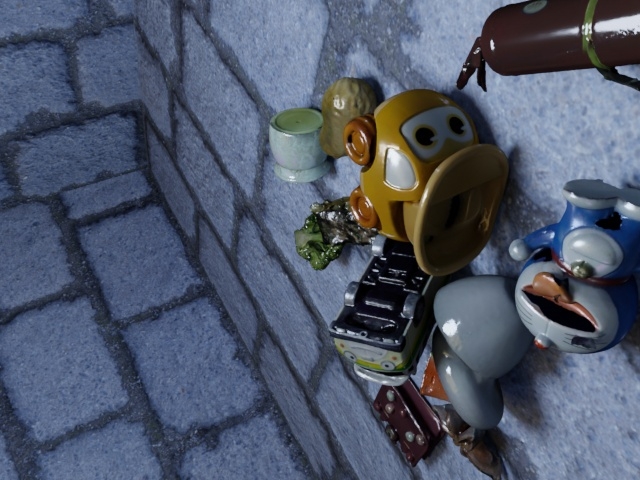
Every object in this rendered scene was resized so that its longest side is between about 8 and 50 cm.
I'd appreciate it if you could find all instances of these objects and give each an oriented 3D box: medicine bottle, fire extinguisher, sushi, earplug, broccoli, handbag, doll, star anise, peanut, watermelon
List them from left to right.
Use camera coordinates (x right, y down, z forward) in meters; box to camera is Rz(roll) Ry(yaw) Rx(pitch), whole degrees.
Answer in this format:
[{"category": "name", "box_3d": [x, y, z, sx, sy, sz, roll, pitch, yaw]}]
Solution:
[{"category": "medicine bottle", "box_3d": [-0.049, -0.230, 1.443, 0.147, 0.147, 0.143, 45, 148, 42]}, {"category": "broccoli", "box_3d": [0.000, 0.000, 1.550, 0.162, 0.138, 0.145, 30, 106, 38]}, {"category": "peanut", "box_3d": [0.051, -0.257, 1.271, 0.120, 0.110, 0.236, 40, 156, 10]}, {"category": "sushi", "box_3d": [0.095, -0.053, 1.322, 0.213, 0.147, 0.114, 0, 104, 46]}, {"category": "handbag", "box_3d": [0.219, 0.463, 1.543, 0.203, 0.074, 0.216, 55, 153, 28]}, {"category": "watermelon", "box_3d": [0.252, 0.309, 1.320, 0.125, 0.094, 0.135, 10, 122, 64]}, {"category": "star anise", "box_3d": [0.315, 0.420, 1.294, 0.208, 0.063, 0.172, 59, 168, -30]}, {"category": "earplug", "box_3d": [0.291, 0.200, 1.080, 0.214, 0.175, 0.325, -90, -5, -49]}, {"category": "fire extinguisher", "box_3d": [0.305, -0.243, 0.732, 0.341, 0.105, 0.141, 15, 85, 57]}, {"category": "doll", "box_3d": [0.365, 0.043, 0.807, 0.215, 0.161, 0.256, 20, 129, 26]}]

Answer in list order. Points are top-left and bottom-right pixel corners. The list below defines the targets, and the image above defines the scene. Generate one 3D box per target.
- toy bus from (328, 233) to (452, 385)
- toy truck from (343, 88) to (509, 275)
[{"category": "toy bus", "box_3d": [0.146, 0.125, 1.131, 0.143, 0.305, 0.179, 9, 133, 26]}, {"category": "toy truck", "box_3d": [0.176, -0.105, 1.013, 0.212, 0.204, 0.287, 37, 140, 45]}]
